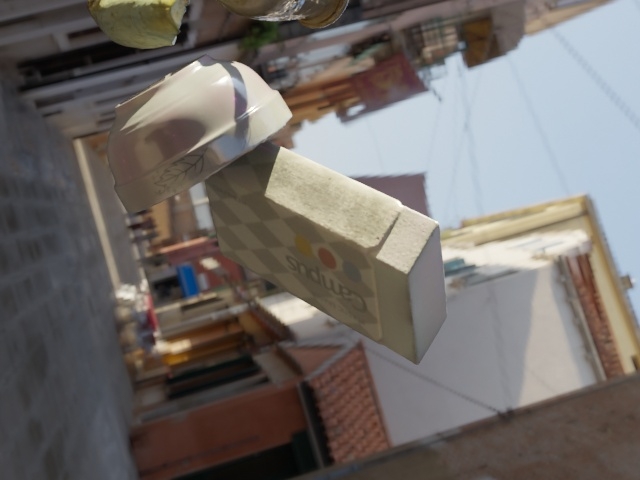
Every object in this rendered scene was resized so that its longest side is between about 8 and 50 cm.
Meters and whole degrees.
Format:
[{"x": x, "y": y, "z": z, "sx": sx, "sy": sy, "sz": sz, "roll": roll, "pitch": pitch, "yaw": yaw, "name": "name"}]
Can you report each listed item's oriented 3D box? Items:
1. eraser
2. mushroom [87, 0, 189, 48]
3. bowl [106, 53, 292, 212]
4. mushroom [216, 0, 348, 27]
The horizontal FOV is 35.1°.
[{"x": -0.001, "y": 0.000, "z": 1.429, "sx": 0.396, "sy": 0.082, "sz": 0.213, "roll": 28, "pitch": -37, "yaw": 35, "name": "eraser"}, {"x": -0.275, "y": -0.352, "z": 1.608, "sx": 0.333, "sy": 0.107, "sz": 0.087, "roll": 19, "pitch": -92, "yaw": 54, "name": "mushroom"}, {"x": -0.196, "y": -0.173, "z": 1.484, "sx": 0.144, "sy": 0.287, "sz": 0.287, "roll": 60, "pitch": -5, "yaw": -14, "name": "bowl"}, {"x": -0.049, "y": -0.270, "z": 1.033, "sx": 0.096, "sy": 0.108, "sz": 0.247, "roll": 62, "pitch": 16, "yaw": 5, "name": "mushroom"}]
